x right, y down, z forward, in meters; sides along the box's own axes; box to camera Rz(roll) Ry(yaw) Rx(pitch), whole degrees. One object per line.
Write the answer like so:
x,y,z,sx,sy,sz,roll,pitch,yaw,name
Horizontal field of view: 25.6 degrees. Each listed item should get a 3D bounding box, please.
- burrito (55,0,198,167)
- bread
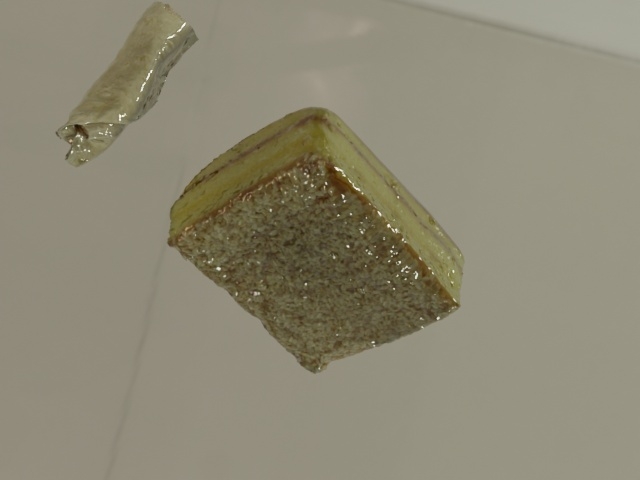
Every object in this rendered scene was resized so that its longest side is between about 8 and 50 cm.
-0.192,-0.163,1.439,0.226,0.060,0.087,-59,173,-34,burrito
0.000,0.000,1.312,0.234,0.184,0.110,46,28,-33,bread
